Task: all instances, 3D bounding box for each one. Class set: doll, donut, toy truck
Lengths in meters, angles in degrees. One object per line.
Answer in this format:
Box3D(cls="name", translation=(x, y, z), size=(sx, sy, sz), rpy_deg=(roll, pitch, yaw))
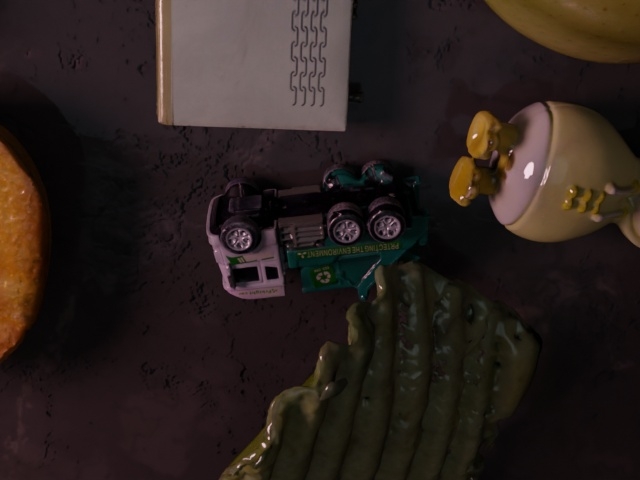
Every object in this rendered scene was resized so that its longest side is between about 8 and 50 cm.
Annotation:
Box3D(cls="doll", translation=(0.276, -0.053, 0.930), size=(0.296, 0.117, 0.141), rpy_deg=(13, 112, -5))
Box3D(cls="donut", translation=(-0.401, -0.006, 0.942), size=(0.302, 0.110, 0.303), rpy_deg=(-1, 108, -3))
Box3D(cls="toy truck", translation=(0.000, 0.000, 0.953), size=(0.215, 0.110, 0.116), rpy_deg=(-7, 121, 1))

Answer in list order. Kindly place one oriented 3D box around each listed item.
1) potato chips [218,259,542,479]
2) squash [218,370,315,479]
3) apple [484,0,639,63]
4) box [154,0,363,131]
Box3D(cls="potato chips", translation=(0.043, 0.205, 0.971), size=(0.373, 0.097, 0.389), rpy_deg=(9, 117, -45))
Box3D(cls="squash", translation=(-0.044, 0.234, 1.055), size=(0.066, 0.066, 0.252), rpy_deg=(37, 106, -13))
Box3D(cls="apple", translation=(0.243, -0.275, 0.775), size=(0.279, 0.279, 0.279), rpy_deg=(0, 110, -1))
Box3D(cls="box", translation=(-0.056, -0.240, 0.896), size=(0.210, 0.045, 0.270), rpy_deg=(1, 109, -1))
